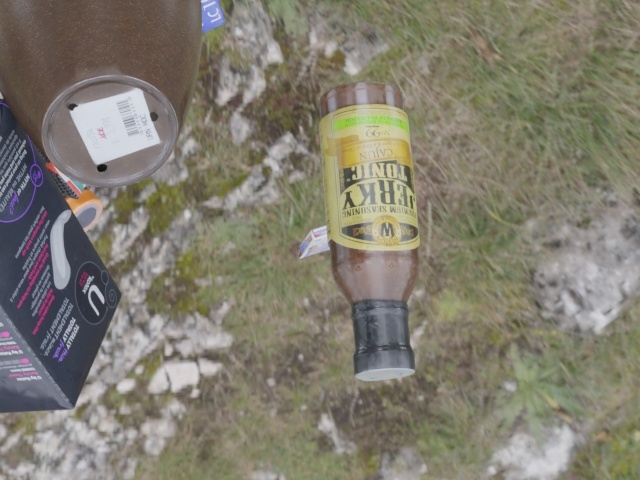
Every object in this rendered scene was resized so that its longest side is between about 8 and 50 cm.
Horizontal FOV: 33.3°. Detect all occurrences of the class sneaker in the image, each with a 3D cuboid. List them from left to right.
[{"bbox_3d":[-0.342,-0.128,1.402,0.057,0.075,0.161,16,149,28],"label":"sneaker"}]

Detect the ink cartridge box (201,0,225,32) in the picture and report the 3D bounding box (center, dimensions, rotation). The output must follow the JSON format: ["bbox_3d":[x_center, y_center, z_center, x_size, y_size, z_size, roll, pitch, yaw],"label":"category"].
[{"bbox_3d":[-0.273,-0.471,1.591,0.151,0.395,0.270,-21,140,-3],"label":"ink cartridge box"}]

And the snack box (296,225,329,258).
[{"bbox_3d":[0.000,0.000,1.988,0.064,0.178,0.022,-18,81,-13],"label":"snack box"}]

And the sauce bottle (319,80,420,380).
[{"bbox_3d":[0.062,-0.013,1.247,0.111,0.111,0.344,-3,73,-8],"label":"sauce bottle"}]

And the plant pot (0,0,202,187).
[{"bbox_3d":[-0.192,-0.156,0.929,0.215,0.230,0.215,-9,130,-11],"label":"plant pot"}]

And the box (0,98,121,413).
[{"bbox_3d":[-0.330,0.023,1.037,0.143,0.165,0.270,-6,130,20],"label":"box"}]

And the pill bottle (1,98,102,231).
[{"bbox_3d":[-0.468,-0.111,1.761,0.245,0.130,0.130,43,106,17],"label":"pill bottle"}]
